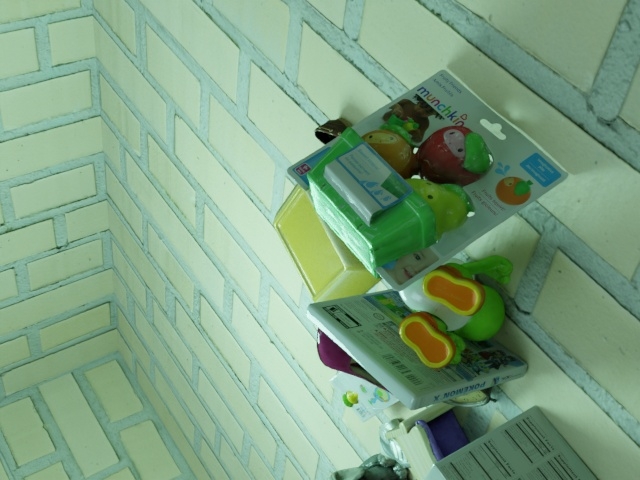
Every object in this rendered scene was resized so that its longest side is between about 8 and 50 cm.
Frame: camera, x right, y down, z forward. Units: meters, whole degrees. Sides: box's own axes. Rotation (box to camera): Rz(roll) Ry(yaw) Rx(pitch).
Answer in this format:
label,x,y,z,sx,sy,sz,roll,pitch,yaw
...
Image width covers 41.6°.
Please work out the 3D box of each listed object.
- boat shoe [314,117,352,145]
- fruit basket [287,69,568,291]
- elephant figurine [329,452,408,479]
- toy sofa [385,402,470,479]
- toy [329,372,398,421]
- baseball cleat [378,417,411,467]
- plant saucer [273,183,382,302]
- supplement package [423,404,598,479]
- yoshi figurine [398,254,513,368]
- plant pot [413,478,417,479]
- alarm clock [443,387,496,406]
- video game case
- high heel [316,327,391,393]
label,x,y,z,sx,sy,sz,roll,pitch,yaw
boat shoe,0.067,-0.193,1.808,0.207,0.073,0.073,40,140,40
fruit basket,0.167,-0.120,1.394,0.327,0.353,0.165,50,171,32
elephant figurine,0.100,0.644,2.152,0.169,0.239,0.186,52,148,27
toy sofa,0.304,0.528,1.807,0.362,0.150,0.177,63,155,11
toy,0.136,0.340,2.056,0.137,0.056,0.237,51,132,5
baseball cleat,0.200,0.495,2.055,0.206,0.072,0.109,-5,98,57
plant saucer,0.000,0.000,2.051,0.333,0.081,0.333,61,151,12
supplement package,0.343,0.487,1.594,0.198,0.262,0.199,52,148,28
yoshi figurine,0.256,0.122,1.508,0.362,0.203,0.203,-24,-79,-75
plant pot,0.233,0.649,1.987,0.201,0.180,0.201,38,139,43
alarm clock,0.273,0.278,1.694,0.129,0.064,0.192,-4,149,31
video game case,0.183,0.194,1.635,0.329,0.300,0.036,37,124,44
high heel,0.133,0.251,1.794,0.181,0.127,0.377,13,167,33
